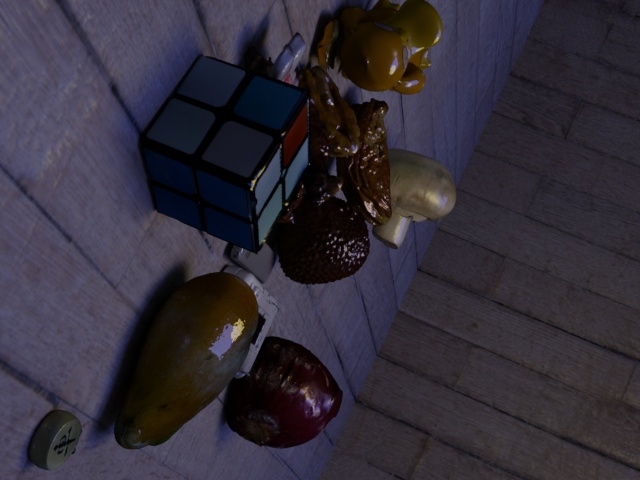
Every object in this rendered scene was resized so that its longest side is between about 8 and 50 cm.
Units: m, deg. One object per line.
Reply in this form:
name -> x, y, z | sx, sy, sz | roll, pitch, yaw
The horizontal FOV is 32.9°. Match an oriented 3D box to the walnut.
walnut -> 0.006, -0.220, 1.891 | 0.069, 0.170, 0.143 | -25, -179, 25

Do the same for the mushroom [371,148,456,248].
mushroom -> 0.201, -0.094, 2.582 | 0.260, 0.254, 0.234 | 15, 89, -34

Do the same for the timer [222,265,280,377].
timer -> -0.150, 0.157, 1.995 | 0.178, 0.078, 0.253 | -66, 165, -9

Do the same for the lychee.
lychee -> 0.006, -0.002, 2.112 | 0.194, 0.194, 0.194 | -59, 164, -29

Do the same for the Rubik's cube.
Rubik's cube -> -0.123, -0.119, 1.489 | 0.180, 0.167, 0.183 | -60, 166, -30

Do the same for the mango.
mango -> -0.211, 0.192, 1.697 | 0.316, 0.146, 0.193 | -58, 157, -9

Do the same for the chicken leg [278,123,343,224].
chicken leg -> -0.041, -0.111, 1.741 | 0.407, 0.096, 0.158 | 180, -83, -75

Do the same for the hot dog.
hot dog -> 0.084, -0.155, 2.208 | 0.175, 0.114, 0.259 | 108, -18, -78

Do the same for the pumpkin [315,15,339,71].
pumpkin -> 0.011, -0.347, 1.904 | 0.073, 0.035, 0.101 | -51, 151, -67

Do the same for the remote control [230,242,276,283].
remote control -> -0.124, 0.027, 1.999 | 0.261, 0.029, 0.067 | 56, 57, -76

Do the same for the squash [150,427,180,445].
squash -> -0.220, 0.240, 1.826 | 0.258, 0.069, 0.069 | -55, 165, 0

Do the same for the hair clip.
hair clip -> -0.078, -0.228, 1.698 | 0.257, 0.075, 0.146 | 92, 20, -65

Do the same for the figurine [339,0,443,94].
figurine -> 0.118, -0.354, 2.004 | 0.228, 0.215, 0.215 | -172, -75, -80

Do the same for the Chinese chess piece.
Chinese chess piece -> -0.363, 0.274, 1.483 | 0.084, 0.034, 0.084 | -58, 162, -31

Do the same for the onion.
onion -> -0.068, 0.318, 2.277 | 0.207, 0.206, 0.216 | 96, 21, -48
